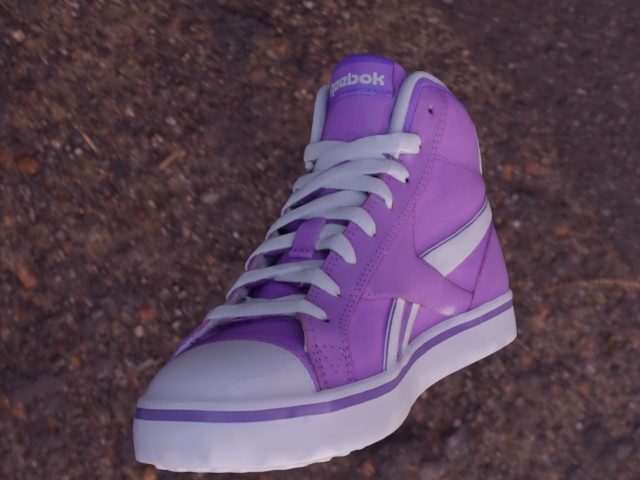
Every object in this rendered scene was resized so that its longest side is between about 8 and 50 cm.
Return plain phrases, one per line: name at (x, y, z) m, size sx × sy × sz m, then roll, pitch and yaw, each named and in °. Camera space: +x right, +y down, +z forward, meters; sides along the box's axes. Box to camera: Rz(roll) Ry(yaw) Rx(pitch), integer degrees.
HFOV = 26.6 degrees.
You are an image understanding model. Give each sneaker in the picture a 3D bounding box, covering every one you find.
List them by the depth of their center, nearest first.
sneaker at (-0.001, 0.000, 0.616) m, size 0.282 × 0.102 × 0.161 m, roll -24°, pitch 109°, yaw -61°
